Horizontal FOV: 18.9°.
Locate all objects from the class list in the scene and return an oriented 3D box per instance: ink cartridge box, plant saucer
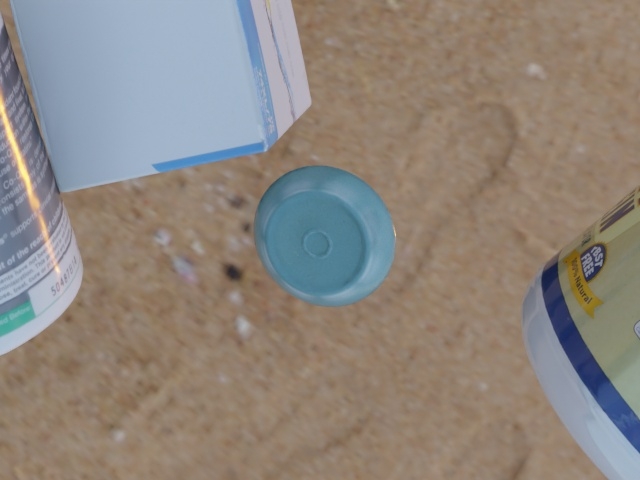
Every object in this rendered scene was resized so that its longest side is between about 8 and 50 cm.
[{"bbox_3d":[-0.138,-0.180,1.777,0.198,0.270,0.197,-11,101,11],"label":"ink cartridge box"},{"bbox_3d":[0.000,0.000,1.533,0.021,0.119,0.119,-45,138,-66],"label":"plant saucer"}]

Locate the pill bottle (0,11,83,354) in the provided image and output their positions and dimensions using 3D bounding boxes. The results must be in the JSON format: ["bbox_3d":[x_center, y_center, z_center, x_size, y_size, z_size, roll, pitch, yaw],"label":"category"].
[{"bbox_3d":[-0.333,-0.092,1.546,0.204,0.204,0.361,-28,124,-21],"label":"pill bottle"}]

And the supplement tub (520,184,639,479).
[{"bbox_3d":[0.310,0.022,1.230,0.228,0.228,0.316,31,118,-34],"label":"supplement tub"}]
